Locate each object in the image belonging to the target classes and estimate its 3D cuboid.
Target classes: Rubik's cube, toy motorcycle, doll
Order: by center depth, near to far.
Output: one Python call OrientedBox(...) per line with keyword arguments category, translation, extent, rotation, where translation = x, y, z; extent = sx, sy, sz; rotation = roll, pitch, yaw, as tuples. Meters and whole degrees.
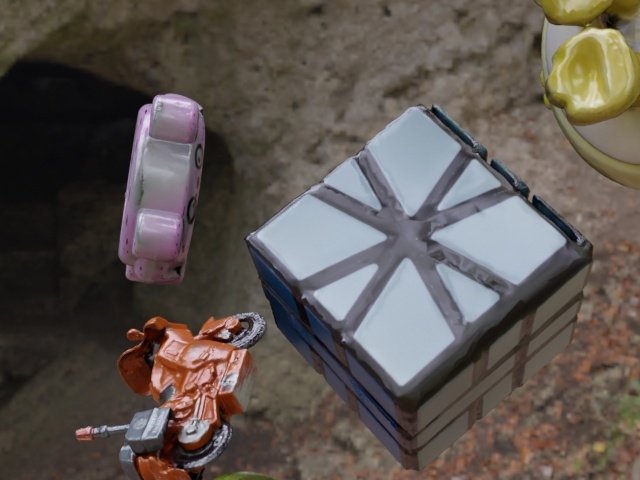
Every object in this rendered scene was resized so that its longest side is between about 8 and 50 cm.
OrientedBox(category="doll", translation=(0.192, -0.086, 0.672), extent=(0.117, 0.141, 0.296), rotation=(-17, -14, 17))
OrientedBox(category="Rubik's cube", translation=(0.119, 0.059, 1.389), extent=(0.293, 0.283, 0.288), rotation=(-41, 66, -11))
OrientedBox(category="toy motorcycle", translation=(-0.201, 0.218, 1.653), extent=(0.221, 0.147, 0.325), rotation=(-12, 33, 21))

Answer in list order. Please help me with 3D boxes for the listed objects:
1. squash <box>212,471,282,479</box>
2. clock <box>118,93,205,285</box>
OrientedBox(category="squash", translation=(-0.088, 0.313, 1.418), extent=(0.066, 0.066, 0.252), rotation=(13, -8, 23))
OrientedBox(category="clock", translation=(-0.189, -0.062, 1.402), extent=(0.090, 0.227, 0.248), rotation=(8, -6, -9))
